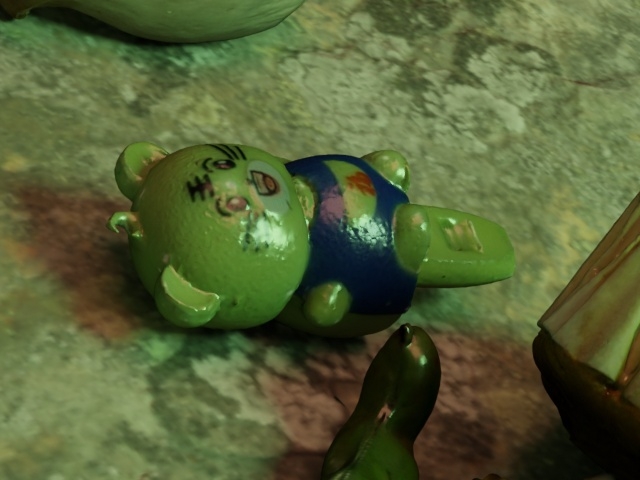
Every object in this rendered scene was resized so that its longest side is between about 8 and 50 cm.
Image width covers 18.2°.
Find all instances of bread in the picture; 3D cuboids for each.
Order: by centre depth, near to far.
[{"bbox_3d":[0.194,0.090,0.895,0.210,0.110,0.192,41,-6,21],"label":"bread"}]

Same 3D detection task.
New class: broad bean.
[{"bbox_3d":[0.013,0.121,0.847,0.048,0.070,0.213,12,43,10],"label":"broad bean"}]

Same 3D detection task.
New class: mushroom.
[{"bbox_3d":[-0.083,-0.159,1.125,0.213,0.088,0.097,-7,37,-30],"label":"mushroom"}]

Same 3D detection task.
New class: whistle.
[{"bbox_3d":[0.000,0.000,0.973,0.227,0.085,0.105,3,50,-30],"label":"whistle"}]

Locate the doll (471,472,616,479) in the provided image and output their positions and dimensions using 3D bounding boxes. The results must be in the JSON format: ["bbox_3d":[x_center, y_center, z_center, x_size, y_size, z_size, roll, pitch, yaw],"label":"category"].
[{"bbox_3d":[0.146,0.169,0.851,0.207,0.081,0.129,39,5,11],"label":"doll"}]
